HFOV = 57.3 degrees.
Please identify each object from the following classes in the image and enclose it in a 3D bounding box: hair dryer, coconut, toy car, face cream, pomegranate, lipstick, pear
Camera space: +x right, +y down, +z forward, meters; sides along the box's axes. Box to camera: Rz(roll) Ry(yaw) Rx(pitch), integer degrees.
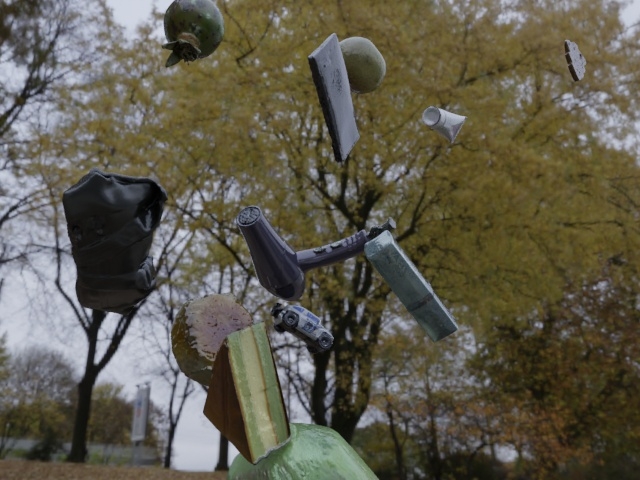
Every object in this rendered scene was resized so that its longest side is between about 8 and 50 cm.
[{"bbox_3d":[0.000,0.000,1.382,0.362,0.121,0.301,-18,-42,5],"label":"hair dryer"},{"bbox_3d":[-0.025,0.529,1.162,0.329,0.328,0.281,0,9,-3],"label":"coconut"},{"bbox_3d":[-0.046,0.212,1.449,0.171,0.070,0.080,35,-29,-9],"label":"toy car"},{"bbox_3d":[0.369,-0.344,1.729,0.244,0.058,0.092,0,-55,-58],"label":"face cream"},{"bbox_3d":[-0.319,-0.502,1.403,0.156,0.220,0.156,14,-49,17],"label":"pomegranate"},{"bbox_3d":[0.203,0.105,1.313,0.076,0.077,0.289,-34,-66,15],"label":"lipstick"},{"bbox_3d":[0.106,-0.487,1.646,0.167,0.136,0.167,35,2,-1],"label":"pear"}]

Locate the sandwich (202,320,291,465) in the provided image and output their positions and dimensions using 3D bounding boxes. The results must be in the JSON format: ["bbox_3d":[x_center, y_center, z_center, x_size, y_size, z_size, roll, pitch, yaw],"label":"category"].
[{"bbox_3d":[-0.110,0.264,1.039,0.144,0.187,0.117,30,26,27],"label":"sandwich"}]

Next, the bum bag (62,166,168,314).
[{"bbox_3d":[-0.292,0.017,0.860,0.142,0.079,0.326,-23,-29,-30],"label":"bum bag"}]

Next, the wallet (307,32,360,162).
[{"bbox_3d":[0.037,-0.295,1.230,0.025,0.124,0.244,4,-49,28],"label":"wallet"}]

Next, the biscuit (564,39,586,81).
[{"bbox_3d":[0.718,-0.504,1.658,0.120,0.129,0.019,26,-30,-35],"label":"biscuit"}]

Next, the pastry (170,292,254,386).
[{"bbox_3d":[-0.211,0.202,1.178,0.182,0.192,0.093,0,-32,-47],"label":"pastry"}]
